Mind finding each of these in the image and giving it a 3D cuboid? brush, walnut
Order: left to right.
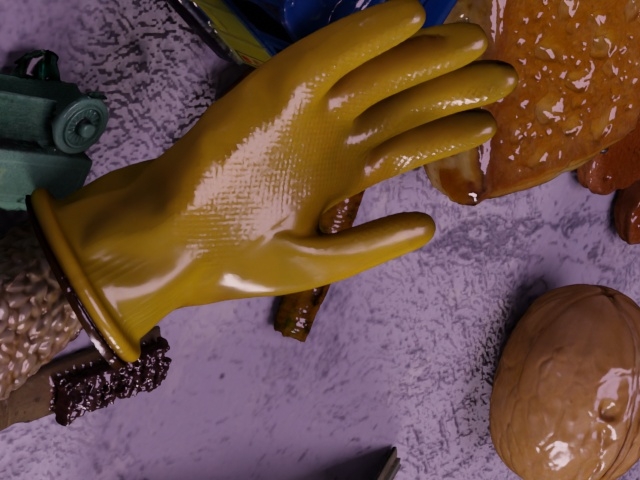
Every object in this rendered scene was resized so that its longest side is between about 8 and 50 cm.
[{"bbox_3d":[-0.196,0.110,1.119,0.248,0.036,0.043,-18,119,-45],"label":"brush"},{"bbox_3d":[0.246,0.140,1.575,0.165,0.165,0.197,-3,120,-50],"label":"walnut"}]

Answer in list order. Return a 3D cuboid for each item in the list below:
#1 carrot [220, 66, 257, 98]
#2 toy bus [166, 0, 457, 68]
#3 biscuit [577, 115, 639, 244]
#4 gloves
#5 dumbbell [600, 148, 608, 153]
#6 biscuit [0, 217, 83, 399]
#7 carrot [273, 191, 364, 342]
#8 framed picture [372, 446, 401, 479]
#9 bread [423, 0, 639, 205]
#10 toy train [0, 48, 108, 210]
[{"bbox_3d":[0.017,-0.150,1.215,0.336,0.069,0.069,-49,141,-30],"label":"carrot"},{"bbox_3d":[0.029,-0.242,1.071,0.288,0.175,0.138,-57,141,-9],"label":"toy bus"},{"bbox_3d":[0.317,-0.075,1.636,0.186,0.036,0.192,-38,137,-27],"label":"biscuit"},{"bbox_3d":[-0.018,-0.044,0.990,0.294,0.116,0.133,-28,149,-1],"label":"gloves"},{"bbox_3d":[0.287,-0.195,1.483,0.110,0.110,0.254,-13,126,-47],"label":"dumbbell"},{"bbox_3d":[-0.206,0.050,1.043,0.168,0.070,0.082,-42,137,-33],"label":"biscuit"},{"bbox_3d":[0.000,0.000,1.292,0.042,0.042,0.171,4,109,-51],"label":"carrot"},{"bbox_3d":[0.013,0.317,1.391,0.296,0.019,0.232,-39,147,-75],"label":"framed picture"},{"bbox_3d":[0.174,-0.152,1.371,0.235,0.099,0.210,-21,124,-36],"label":"bread"},{"bbox_3d":[-0.200,-0.065,0.987,0.172,0.070,0.099,5,117,-51],"label":"toy train"}]
